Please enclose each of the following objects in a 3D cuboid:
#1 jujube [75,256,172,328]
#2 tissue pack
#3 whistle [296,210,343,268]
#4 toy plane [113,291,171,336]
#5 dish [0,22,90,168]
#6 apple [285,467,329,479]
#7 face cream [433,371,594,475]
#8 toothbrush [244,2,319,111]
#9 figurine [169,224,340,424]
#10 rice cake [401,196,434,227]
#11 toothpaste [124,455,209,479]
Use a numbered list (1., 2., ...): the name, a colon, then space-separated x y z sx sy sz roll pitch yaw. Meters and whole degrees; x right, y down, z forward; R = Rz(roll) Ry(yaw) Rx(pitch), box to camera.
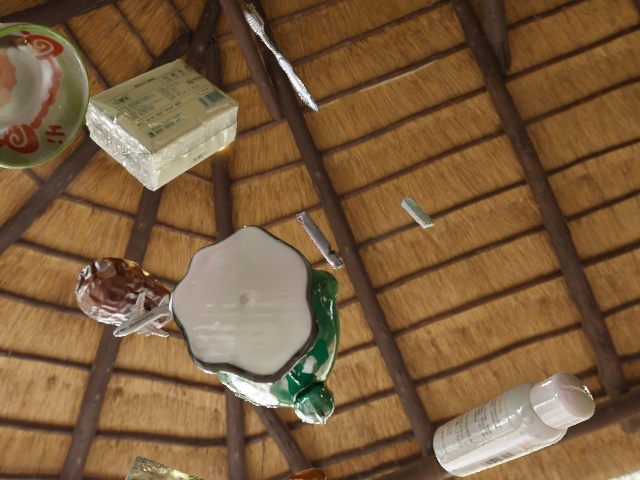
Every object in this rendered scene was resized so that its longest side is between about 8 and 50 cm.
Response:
1. jujube: -0.643 0.198 1.403 0.216 0.216 0.342 -31 -39 10
2. tissue pack: -0.494 -0.381 1.319 0.297 0.380 0.207 39 -37 8
3. whistle: 0.000 0.000 1.031 0.033 0.033 0.177 -33 -70 11
4. toy plane: -0.500 0.221 1.171 0.171 0.065 0.162 -22 -59 -13
5. dish: -0.692 -0.335 0.926 0.124 0.324 0.324 25 -61 6
6. apple: -0.039 0.767 1.231 0.158 0.156 0.147 -30 -15 -8
7. face cream: 0.261 0.263 0.584 0.081 0.082 0.269 9 -41 -17
8. toothbrush: -0.101 -0.526 1.250 0.035 0.042 0.413 -2 -26 28
9. figurine: -0.071 0.135 0.654 0.231 0.324 0.340 -30 -20 -7
10. rice cake: 0.353 -0.102 1.514 0.043 0.211 0.034 -14 -57 -6
11. toothpaste: -0.404 0.739 1.211 0.336 0.081 0.067 27 -71 -13
